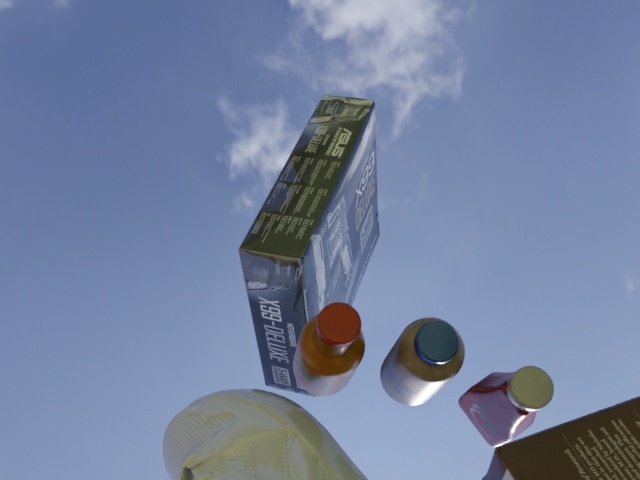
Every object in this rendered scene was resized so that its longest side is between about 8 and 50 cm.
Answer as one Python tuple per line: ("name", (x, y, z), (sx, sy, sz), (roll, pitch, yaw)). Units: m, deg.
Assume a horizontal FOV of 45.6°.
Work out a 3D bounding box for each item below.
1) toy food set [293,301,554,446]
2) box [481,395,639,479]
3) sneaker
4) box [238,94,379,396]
("toy food set", (0.083, 0.127, 0.438), (0.111, 0.104, 0.232), (-29, -108, -15))
("box", (0.412, 0.324, 1.030), (0.382, 0.191, 0.143), (-13, -135, -16))
("sneaker", (-0.063, 0.164, 0.417), (0.169, 0.293, 0.108), (1, -80, -36))
("box", (0.000, 0.000, 0.965), (0.077, 0.242, 0.307), (9, -136, 15))
